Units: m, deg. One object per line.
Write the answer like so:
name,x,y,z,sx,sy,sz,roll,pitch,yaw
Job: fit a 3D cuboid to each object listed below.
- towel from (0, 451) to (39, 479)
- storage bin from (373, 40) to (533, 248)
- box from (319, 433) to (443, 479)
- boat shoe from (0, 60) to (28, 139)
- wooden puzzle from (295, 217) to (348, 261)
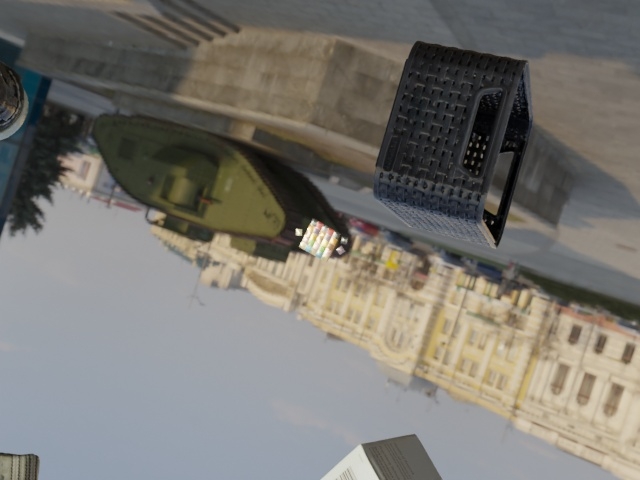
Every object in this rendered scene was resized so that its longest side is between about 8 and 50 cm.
towel,-0.507,0.385,0.864,0.324,0.312,0.056,12,154,-22
storage bin,0.112,-0.069,0.608,0.084,0.122,0.180,16,178,19
box,0.059,0.256,0.719,0.087,0.101,0.102,5,-136,-46
boat shoe,-0.325,-0.155,0.554,0.228,0.081,0.069,29,170,-8
wooden puzzle,0.000,0.000,1.132,0.083,0.049,0.006,30,-166,15
